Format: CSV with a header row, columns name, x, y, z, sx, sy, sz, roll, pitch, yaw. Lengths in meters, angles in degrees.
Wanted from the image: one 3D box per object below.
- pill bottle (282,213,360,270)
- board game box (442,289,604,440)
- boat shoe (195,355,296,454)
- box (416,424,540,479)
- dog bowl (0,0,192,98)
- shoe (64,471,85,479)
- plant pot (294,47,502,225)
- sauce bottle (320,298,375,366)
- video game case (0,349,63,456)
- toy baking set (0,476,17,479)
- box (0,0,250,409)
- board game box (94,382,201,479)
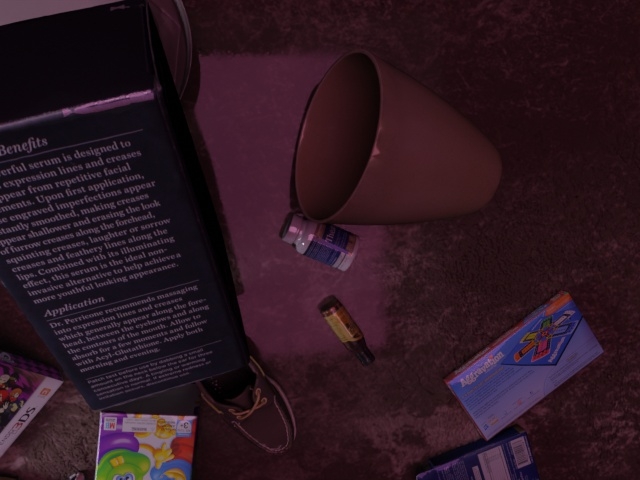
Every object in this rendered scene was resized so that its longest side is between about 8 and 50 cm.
name,x,y,z,sx,sy,sz,roll,pitch,yaw
pill bottle,0.000,0.000,0.915,0.120,0.067,0.067,23,92,-11
board game box,0.380,0.233,1.018,0.281,0.027,0.145,-35,101,-4
boat shoe,-0.141,0.242,0.904,0.109,0.091,0.305,-35,100,-4
box,0.293,0.448,1.021,0.225,0.036,0.136,-18,98,-8
dog bowl,-0.366,-0.285,0.813,0.349,0.102,0.348,-1,96,-9
shoe,-0.429,0.445,0.851,0.064,0.178,0.081,-23,95,32
plant pot,0.136,-0.128,0.856,0.274,0.256,0.256,11,94,-27
sauce bottle,0.051,0.163,0.953,0.042,0.042,0.128,-37,102,-4
video game case,-0.547,0.247,0.805,0.210,0.042,0.232,-51,136,-2
toy baking set,-0.566,0.462,0.844,0.256,0.030,0.196,15,58,-8
box,-0.248,-0.042,0.676,0.212,0.293,0.395,-15,130,-8
board game box,-0.274,0.380,0.871,0.142,0.144,0.275,6,95,-10
